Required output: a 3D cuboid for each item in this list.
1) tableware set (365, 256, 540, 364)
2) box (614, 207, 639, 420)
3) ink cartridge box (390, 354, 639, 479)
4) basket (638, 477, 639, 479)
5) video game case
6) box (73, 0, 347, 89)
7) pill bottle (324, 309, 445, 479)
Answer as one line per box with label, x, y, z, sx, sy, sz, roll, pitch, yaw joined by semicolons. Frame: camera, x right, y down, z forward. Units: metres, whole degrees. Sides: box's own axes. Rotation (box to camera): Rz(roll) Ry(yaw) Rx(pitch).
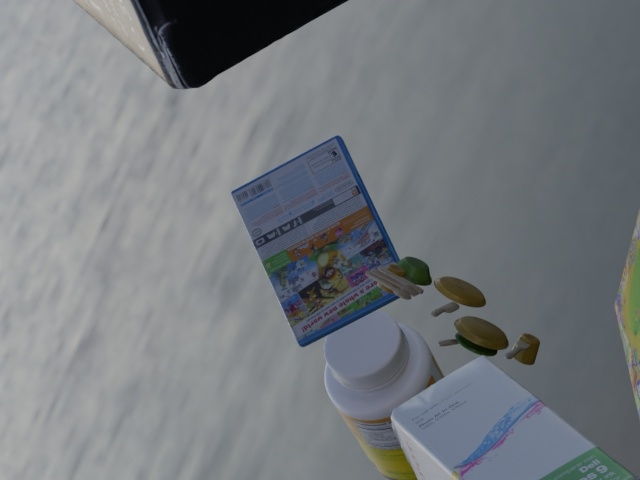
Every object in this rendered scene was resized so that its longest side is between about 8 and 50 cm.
tableware set;0.113;0.061;1.522;0.104;0.154;0.024;-21;-44;-60
box;0.422;0.088;1.792;0.279;0.177;0.290;93;174;-48
ink cartridge box;0.151;0.196;1.258;0.093;0.154;0.212;-31;28;-13
basket;0.306;0.415;1.818;0.255;0.201;0.289;-50;41;21
video game case;0.000;0.000;1.688;0.119;0.166;0.015;-28;-18;9
box;-0.111;-0.303;0.956;0.212;0.293;0.395;-31;32;-11
pill bottle;0.077;0.165;1.925;0.117;0.215;0.117;-12;51;15
